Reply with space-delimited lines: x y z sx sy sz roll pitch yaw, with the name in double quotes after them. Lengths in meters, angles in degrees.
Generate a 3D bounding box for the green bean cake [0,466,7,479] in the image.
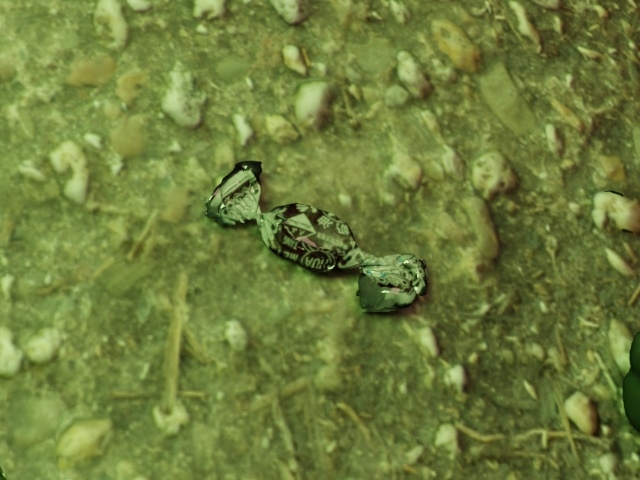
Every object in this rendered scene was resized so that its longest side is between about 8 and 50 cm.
-0.240 0.245 0.819 0.113 0.214 0.200 -21 73 -24 "green bean cake"

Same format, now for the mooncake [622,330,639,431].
0.361 0.144 1.128 0.104 0.175 0.168 -9 82 -23 "mooncake"

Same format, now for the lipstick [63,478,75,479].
-0.060 0.265 0.960 0.317 0.068 0.066 18 58 -11 "lipstick"

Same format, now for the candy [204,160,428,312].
0.000 0.000 1.149 0.226 0.051 0.094 27 46 -7 "candy"
